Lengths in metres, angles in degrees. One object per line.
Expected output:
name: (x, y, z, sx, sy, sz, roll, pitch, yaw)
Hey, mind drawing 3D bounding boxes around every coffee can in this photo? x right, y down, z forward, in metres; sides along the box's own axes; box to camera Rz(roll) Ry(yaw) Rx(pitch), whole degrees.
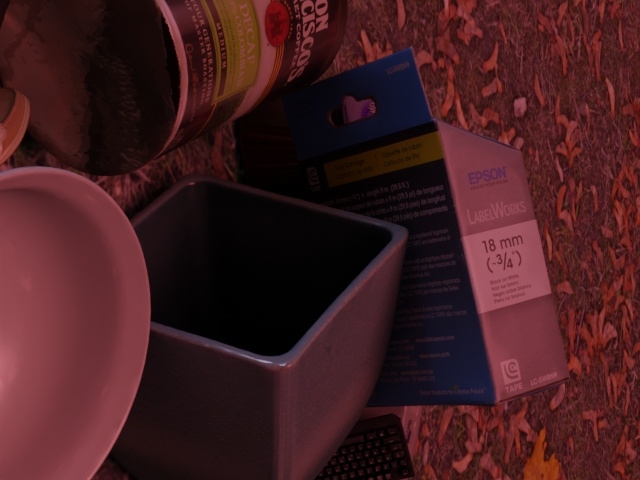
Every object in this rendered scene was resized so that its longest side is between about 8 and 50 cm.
coffee can: (-0.129, -0.194, 1.242, 0.275, 0.201, 0.202, -35, 118, -52)

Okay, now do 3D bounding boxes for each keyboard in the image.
keyboard: (0.011, 0.257, 1.485, 0.023, 0.180, 0.108, -91, 166, -70)

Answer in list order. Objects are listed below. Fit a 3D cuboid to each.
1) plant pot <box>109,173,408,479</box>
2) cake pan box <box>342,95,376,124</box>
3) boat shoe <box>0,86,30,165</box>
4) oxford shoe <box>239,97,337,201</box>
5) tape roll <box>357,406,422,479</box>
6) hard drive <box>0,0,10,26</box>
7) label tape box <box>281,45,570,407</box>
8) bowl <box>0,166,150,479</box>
plant pot: (-0.078, 0.121, 1.292, 0.247, 0.247, 0.252, -46, 144, -48)
cake pan box: (0.080, -0.067, 1.612, 0.267, 0.070, 0.246, -57, 142, -78)
boat shoe: (-0.286, -0.081, 1.130, 0.045, 0.050, 0.135, 61, 42, -45)
oxford shoe: (0.000, 0.000, 1.518, 0.130, 0.123, 0.348, -16, 104, -62)
tape roll: (0.075, 0.195, 1.597, 0.219, 0.072, 0.219, 9, 90, -81)
hard drive: (-0.325, -0.201, 0.977, 0.237, 0.064, 0.339, 15, 94, -58)
label tape box: (0.098, -0.009, 1.344, 0.105, 0.240, 0.334, -13, 92, -33)
bowl: (-0.276, 0.078, 1.039, 0.298, 0.134, 0.298, -29, 126, -49)
